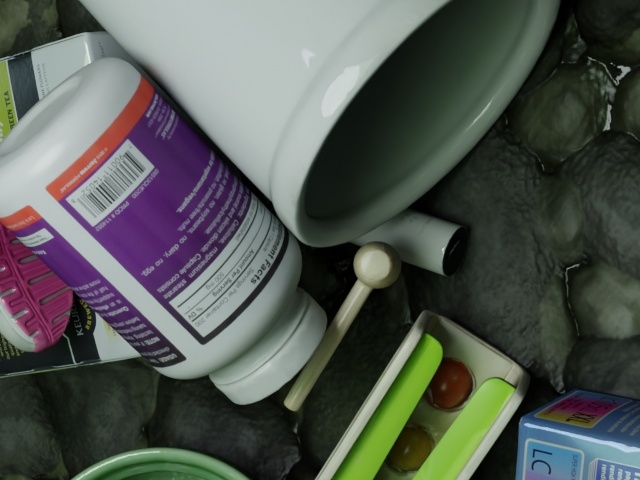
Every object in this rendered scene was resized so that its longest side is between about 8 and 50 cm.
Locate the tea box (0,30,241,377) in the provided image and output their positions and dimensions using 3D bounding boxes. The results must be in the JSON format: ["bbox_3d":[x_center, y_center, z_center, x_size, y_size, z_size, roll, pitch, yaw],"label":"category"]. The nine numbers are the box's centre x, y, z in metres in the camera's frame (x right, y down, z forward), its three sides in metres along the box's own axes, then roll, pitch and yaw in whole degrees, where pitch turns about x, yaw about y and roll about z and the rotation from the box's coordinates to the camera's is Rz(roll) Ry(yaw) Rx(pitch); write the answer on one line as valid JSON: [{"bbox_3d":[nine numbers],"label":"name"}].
[{"bbox_3d":[-0.269,-0.036,1.565,0.324,0.220,0.328,-10,94,32],"label":"tea box"}]

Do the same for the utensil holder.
[{"bbox_3d":[-0.030,-0.239,1.318,0.385,0.328,0.327,44,118,19],"label":"utensil holder"}]

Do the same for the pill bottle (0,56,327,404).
[{"bbox_3d":[-0.144,0.000,1.313,0.181,0.181,0.323,-29,115,32],"label":"pill bottle"}]

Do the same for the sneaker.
[{"bbox_3d":[-0.342,0.016,1.437,0.111,0.103,0.252,-48,67,33],"label":"sneaker"}]

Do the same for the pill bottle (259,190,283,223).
[{"bbox_3d":[-0.046,-0.109,1.486,0.094,0.094,0.169,-40,78,31],"label":"pill bottle"}]

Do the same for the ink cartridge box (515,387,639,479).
[{"bbox_3d":[0.375,0.303,1.273,0.396,0.151,0.269,8,103,29],"label":"ink cartridge box"}]

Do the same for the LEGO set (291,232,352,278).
[{"bbox_3d":[-0.001,0.002,1.526,0.054,0.023,0.083,-30,96,35],"label":"LEGO set"}]

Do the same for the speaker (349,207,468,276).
[{"bbox_3d":[0.080,-0.009,1.450,0.136,0.055,0.055,19,109,27],"label":"speaker"}]

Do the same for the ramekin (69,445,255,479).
[{"bbox_3d":[-0.167,0.366,1.551,0.304,0.148,0.303,0,90,-1],"label":"ramekin"}]

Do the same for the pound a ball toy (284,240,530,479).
[{"bbox_3d":[0.062,0.175,1.427,0.208,0.136,0.319,32,103,5],"label":"pound a ball toy"}]
